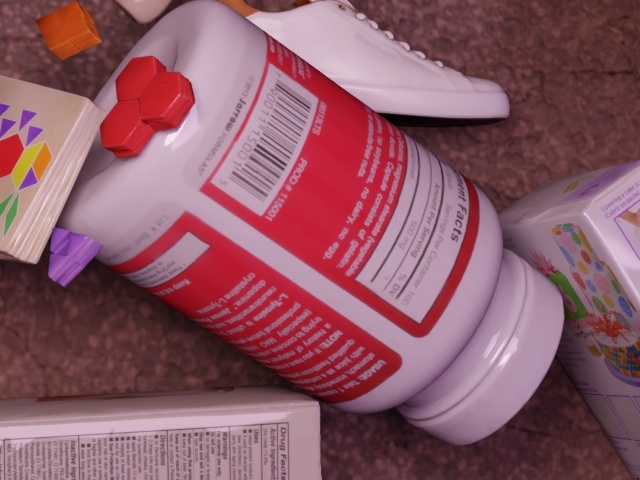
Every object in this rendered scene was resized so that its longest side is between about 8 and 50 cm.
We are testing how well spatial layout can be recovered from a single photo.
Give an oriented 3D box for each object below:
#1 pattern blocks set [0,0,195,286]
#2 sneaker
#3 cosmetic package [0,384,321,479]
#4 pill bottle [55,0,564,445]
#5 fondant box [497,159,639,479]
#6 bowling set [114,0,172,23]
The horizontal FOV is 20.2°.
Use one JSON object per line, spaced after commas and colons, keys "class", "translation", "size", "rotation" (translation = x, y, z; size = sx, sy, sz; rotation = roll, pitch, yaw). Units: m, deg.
{"class": "pattern blocks set", "translation": [-0.249, -0.057, 1.413], "size": [0.026, 0.325, 0.285], "rotation": [37, 85, -42]}
{"class": "sneaker", "translation": [0.037, -0.170, 1.600], "size": [0.290, 0.106, 0.123], "rotation": [8, 86, -15]}
{"class": "cosmetic package", "translation": [-0.157, 0.205, 1.497], "size": [0.296, 0.129, 0.153], "rotation": [0, 94, -16]}
{"class": "pill bottle", "translation": [0.000, 0.000, 1.499], "size": [0.407, 0.229, 0.229], "rotation": [35, 77, -23]}
{"class": "fondant box", "translation": [0.300, 0.096, 1.591], "size": [0.096, 0.238, 0.330], "rotation": [-35, 96, -15]}
{"class": "bowling set", "translation": [-0.196, -0.328, 1.445], "size": [0.287, 0.200, 0.154], "rotation": [41, 85, 17]}
